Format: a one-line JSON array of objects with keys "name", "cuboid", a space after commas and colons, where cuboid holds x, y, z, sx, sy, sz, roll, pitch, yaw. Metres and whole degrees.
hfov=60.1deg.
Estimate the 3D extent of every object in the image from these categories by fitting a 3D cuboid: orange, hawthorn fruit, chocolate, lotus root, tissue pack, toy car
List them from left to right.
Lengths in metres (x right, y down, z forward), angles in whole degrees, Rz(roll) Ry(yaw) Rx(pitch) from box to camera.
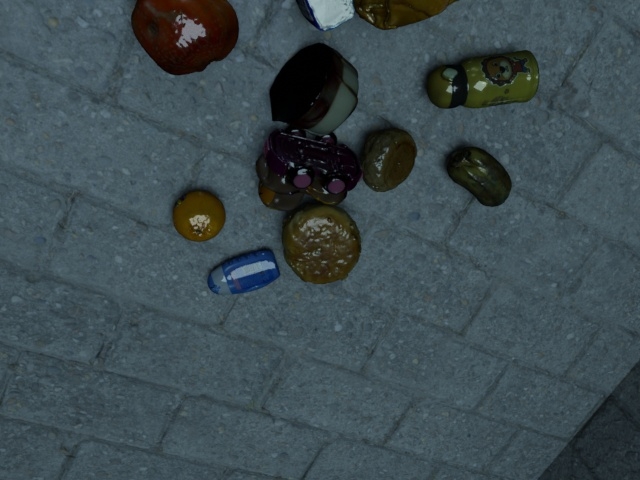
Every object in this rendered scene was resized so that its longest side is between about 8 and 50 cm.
[{"name": "hawthorn fruit", "cuboid": [-0.388, -0.603, 1.541, 0.299, 0.275, 0.275, 37, 104, -16]}, {"name": "orange", "cuboid": [-0.408, -0.080, 1.859, 0.177, 0.155, 0.178, -7, 109, -20]}, {"name": "toy car", "cuboid": [-0.050, -0.212, 1.832, 0.340, 0.271, 0.240, 10, 132, -18]}, {"name": "tissue pack", "cuboid": [-0.007, -0.720, 1.558, 0.137, 0.270, 0.209, -27, 118, 4]}, {"name": "chocolate", "cuboid": [-0.004, -0.445, 1.719, 0.186, 0.284, 0.284, 31, 107, -40]}, {"name": "lotus root", "cuboid": [0.583, -0.232, 2.010, 0.274, 0.160, 0.152, 39, 79, -28]}]

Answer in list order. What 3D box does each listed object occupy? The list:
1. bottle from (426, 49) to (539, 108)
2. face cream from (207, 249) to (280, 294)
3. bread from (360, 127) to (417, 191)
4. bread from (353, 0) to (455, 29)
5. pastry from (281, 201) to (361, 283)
[{"name": "bottle", "cuboid": [0.527, -0.522, 1.839, 0.350, 0.171, 0.172, -11, 118, -8]}, {"name": "face cream", "cuboid": [-0.284, 0.127, 2.027, 0.263, 0.083, 0.149, -18, 118, -4]}, {"name": "bread", "cuboid": [0.224, -0.282, 1.891, 0.229, 0.123, 0.230, -28, 136, -32]}, {"name": "bread", "cuboid": [0.224, -0.767, 1.474, 0.215, 0.398, 0.399, -28, 126, -37]}, {"name": "pastry", "cuboid": [0.000, 0.000, 1.972, 0.284, 0.184, 0.316, -18, 120, 4]}]
